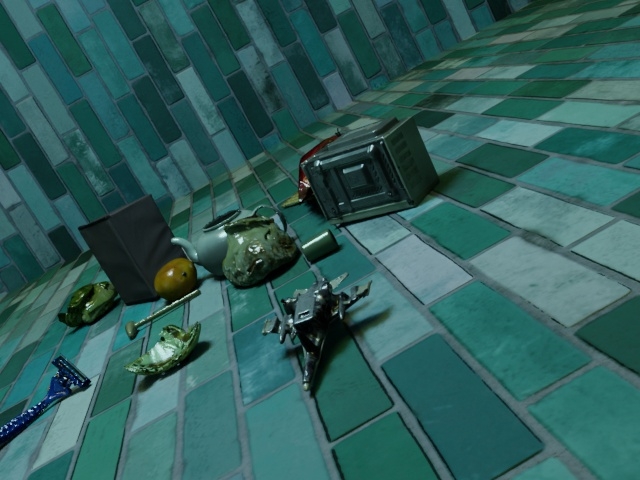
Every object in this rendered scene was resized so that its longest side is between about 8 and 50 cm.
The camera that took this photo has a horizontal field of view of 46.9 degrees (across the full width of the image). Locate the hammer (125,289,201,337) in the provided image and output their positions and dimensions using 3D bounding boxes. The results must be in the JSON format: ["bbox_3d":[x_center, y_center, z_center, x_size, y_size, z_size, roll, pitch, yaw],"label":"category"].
[{"bbox_3d":[-0.367,0.168,1.729,0.195,0.028,0.060,-30,20,-10],"label":"hammer"}]

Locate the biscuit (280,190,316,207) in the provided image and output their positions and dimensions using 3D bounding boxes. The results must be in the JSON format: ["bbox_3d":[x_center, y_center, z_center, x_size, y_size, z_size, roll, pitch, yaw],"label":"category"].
[{"bbox_3d":[0.000,-0.149,2.118,0.232,0.016,0.139,-14,21,43],"label":"biscuit"}]

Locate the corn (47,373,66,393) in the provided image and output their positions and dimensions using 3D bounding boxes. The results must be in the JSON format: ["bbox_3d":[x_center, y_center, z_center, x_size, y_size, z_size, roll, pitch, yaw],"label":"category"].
[{"bbox_3d":[-0.580,0.314,1.623,0.027,0.028,0.083,-48,12,10],"label":"corn"}]

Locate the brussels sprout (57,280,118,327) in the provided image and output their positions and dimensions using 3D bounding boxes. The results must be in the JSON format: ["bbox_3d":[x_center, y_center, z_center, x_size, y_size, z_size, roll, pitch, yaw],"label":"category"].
[{"bbox_3d":[-0.651,0.177,2.091,0.139,0.100,0.181,-41,13,45],"label":"brussels sprout"}]

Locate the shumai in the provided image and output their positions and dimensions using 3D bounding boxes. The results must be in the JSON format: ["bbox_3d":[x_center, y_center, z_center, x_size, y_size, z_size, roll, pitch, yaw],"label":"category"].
[{"bbox_3d":[-0.145,0.005,1.636,0.184,0.141,0.184,-29,12,7],"label":"shumai"}]

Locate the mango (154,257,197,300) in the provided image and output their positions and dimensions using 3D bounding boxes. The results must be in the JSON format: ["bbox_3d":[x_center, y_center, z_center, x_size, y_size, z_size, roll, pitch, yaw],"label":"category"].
[{"bbox_3d":[-0.358,0.093,1.848,0.115,0.089,0.165,-36,11,10],"label":"mango"}]

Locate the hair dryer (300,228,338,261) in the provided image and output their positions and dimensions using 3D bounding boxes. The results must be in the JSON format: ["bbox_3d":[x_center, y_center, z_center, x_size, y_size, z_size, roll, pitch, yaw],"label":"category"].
[{"bbox_3d":[0.000,0.000,1.590,0.071,0.047,0.150,-28,9,8],"label":"hair dryer"}]

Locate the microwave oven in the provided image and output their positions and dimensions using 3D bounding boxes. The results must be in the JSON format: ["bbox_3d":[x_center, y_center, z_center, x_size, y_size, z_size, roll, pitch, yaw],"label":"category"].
[{"bbox_3d":[0.104,-0.155,1.623,0.241,0.193,0.145,-12,24,42],"label":"microwave oven"}]

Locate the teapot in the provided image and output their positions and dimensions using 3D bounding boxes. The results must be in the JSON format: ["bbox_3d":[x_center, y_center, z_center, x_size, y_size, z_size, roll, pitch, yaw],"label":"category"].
[{"bbox_3d":[-0.215,-0.003,1.808,0.295,0.129,0.193,-23,16,20],"label":"teapot"}]

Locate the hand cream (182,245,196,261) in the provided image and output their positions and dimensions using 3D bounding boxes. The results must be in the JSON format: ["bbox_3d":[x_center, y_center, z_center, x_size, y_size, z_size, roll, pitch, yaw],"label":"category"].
[{"bbox_3d":[-0.465,0.064,2.166,0.248,0.083,0.133,-15,20,14],"label":"hand cream"}]

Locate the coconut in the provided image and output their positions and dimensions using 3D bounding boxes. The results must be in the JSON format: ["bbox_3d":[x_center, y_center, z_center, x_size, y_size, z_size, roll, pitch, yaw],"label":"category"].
[{"bbox_3d":[-0.288,0.206,1.398,0.158,0.055,0.133,-27,14,1],"label":"coconut"}]

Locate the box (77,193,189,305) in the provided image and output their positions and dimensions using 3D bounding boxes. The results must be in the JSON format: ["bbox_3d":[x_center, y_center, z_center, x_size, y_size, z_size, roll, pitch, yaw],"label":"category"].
[{"bbox_3d":[-0.490,0.025,1.977,0.188,0.252,0.153,-13,20,48],"label":"box"}]

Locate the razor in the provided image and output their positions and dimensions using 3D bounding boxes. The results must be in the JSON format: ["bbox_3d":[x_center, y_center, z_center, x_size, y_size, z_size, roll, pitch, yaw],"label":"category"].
[{"bbox_3d":[-0.611,0.368,1.473,0.324,0.093,0.056,-44,-19,-34],"label":"razor"}]

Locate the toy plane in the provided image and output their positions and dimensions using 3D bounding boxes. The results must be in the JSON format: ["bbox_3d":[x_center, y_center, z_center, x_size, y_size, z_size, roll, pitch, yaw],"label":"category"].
[{"bbox_3d":[-0.013,0.126,1.102,0.192,0.088,0.262,-23,16,17],"label":"toy plane"}]

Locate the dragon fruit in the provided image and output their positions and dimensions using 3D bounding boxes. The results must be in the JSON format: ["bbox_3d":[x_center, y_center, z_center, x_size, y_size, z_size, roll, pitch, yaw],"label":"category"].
[{"bbox_3d":[0.025,-0.210,1.915,0.282,0.100,0.343,-37,3,-2],"label":"dragon fruit"}]
